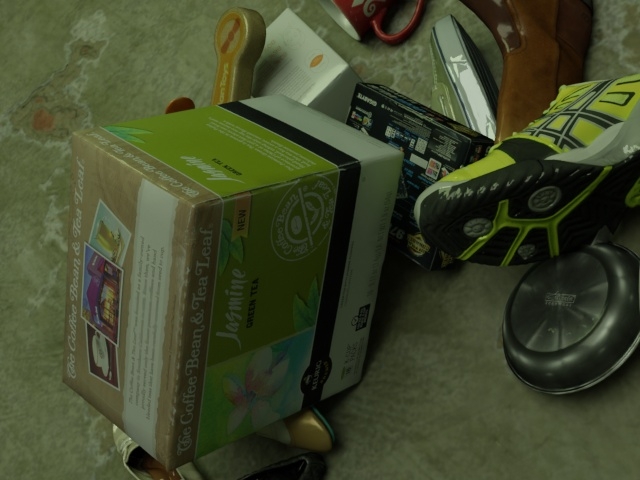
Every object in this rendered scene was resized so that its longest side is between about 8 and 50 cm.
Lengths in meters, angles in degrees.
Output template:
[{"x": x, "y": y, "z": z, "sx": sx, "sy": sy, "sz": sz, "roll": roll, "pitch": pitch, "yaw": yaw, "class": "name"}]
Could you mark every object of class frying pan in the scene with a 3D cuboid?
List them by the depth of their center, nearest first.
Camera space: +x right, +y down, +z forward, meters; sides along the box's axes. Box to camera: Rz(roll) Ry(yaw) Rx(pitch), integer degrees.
[{"x": 0.324, "y": 0.030, "z": 1.234, "sx": 0.326, "sy": 0.053, "sz": 0.197, "roll": -53, "pitch": 34, "yaw": 3, "class": "frying pan"}]

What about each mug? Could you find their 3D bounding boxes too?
[{"x": 0.092, "y": -0.377, "z": 1.577, "sx": 0.169, "sy": 0.150, "sz": 0.113, "roll": -44, "pitch": 17, "yaw": 0, "class": "mug"}]

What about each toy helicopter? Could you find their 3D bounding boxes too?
[{"x": -0.142, "y": -0.149, "z": 1.519, "sx": 0.235, "sy": 0.140, "sz": 0.355, "roll": 15, "pitch": 98, "yaw": 50, "class": "toy helicopter"}]

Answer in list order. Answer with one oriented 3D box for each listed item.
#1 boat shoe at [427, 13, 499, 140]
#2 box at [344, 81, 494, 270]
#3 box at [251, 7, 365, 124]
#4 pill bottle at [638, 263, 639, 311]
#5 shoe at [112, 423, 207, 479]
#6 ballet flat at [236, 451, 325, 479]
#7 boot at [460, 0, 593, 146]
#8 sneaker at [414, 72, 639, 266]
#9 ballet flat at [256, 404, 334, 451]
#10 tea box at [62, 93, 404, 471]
[{"x": 0.185, "y": -0.160, "z": 1.401, "sx": 0.094, "sy": 0.109, "sz": 0.302, "roll": -27, "pitch": 59, "yaw": 22, "class": "boat shoe"}, {"x": 0.107, "y": -0.086, "z": 1.385, "sx": 0.220, "sy": 0.051, "sz": 0.175, "roll": 33, "pitch": 116, "yaw": 42, "class": "box"}, {"x": -0.029, "y": -0.229, "z": 1.565, "sx": 0.130, "sy": 0.091, "sz": 0.170, "roll": -44, "pitch": 53, "yaw": 5, "class": "box"}, {"x": 0.479, "y": 0.045, "z": 1.096, "sx": 0.278, "sy": 0.162, "sz": 0.162, "roll": 1, "pitch": 68, "yaw": 31, "class": "pill bottle"}, {"x": -0.218, "y": 0.291, "z": 1.447, "sx": 0.219, "sy": 0.058, "sz": 0.077, "roll": 37, "pitch": 89, "yaw": 37, "class": "shoe"}, {"x": -0.073, "y": 0.308, "z": 1.361, "sx": 0.173, "sy": 0.049, "sz": 0.057, "roll": -30, "pitch": 55, "yaw": 15, "class": "ballet flat"}, {"x": 0.224, "y": -0.229, "z": 1.345, "sx": 0.096, "sy": 0.264, "sz": 0.281, "roll": -30, "pitch": 48, "yaw": 55, "class": "boot"}, {"x": 0.282, "y": -0.091, "z": 1.231, "sx": 0.384, "sy": 0.145, "sz": 0.147, "roll": -19, "pitch": 48, "yaw": -6, "class": "sneaker"}, {"x": -0.074, "y": 0.212, "z": 1.387, "sx": 0.073, "sy": 0.080, "sz": 0.232, "roll": -29, "pitch": 41, "yaw": -24, "class": "ballet flat"}, {"x": -0.107, "y": 0.033, "z": 1.262, "sx": 0.220, "sy": 0.323, "sz": 0.329, "roll": 30, "pitch": 124, "yaw": 37, "class": "tea box"}]
